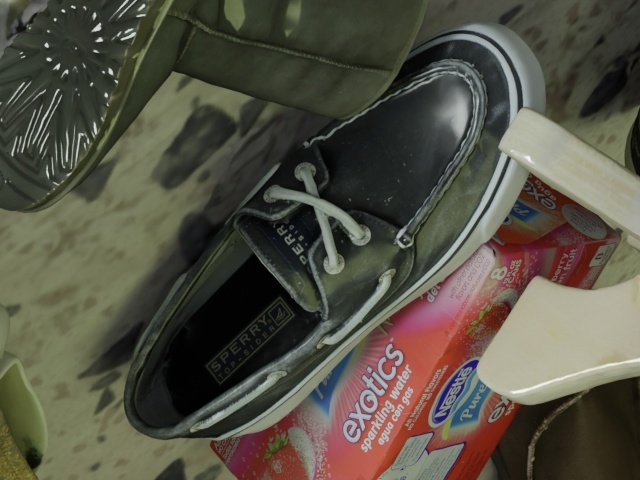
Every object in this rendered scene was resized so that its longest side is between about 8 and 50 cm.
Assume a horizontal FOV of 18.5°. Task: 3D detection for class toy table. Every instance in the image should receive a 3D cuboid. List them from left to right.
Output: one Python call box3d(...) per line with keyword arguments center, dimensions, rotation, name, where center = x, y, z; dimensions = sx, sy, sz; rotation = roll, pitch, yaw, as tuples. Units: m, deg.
box3d(center=(0.211, 0.007, 1.071), dimensions=(0.252, 0.161, 0.274), rotation=(-51, 146, -8), name="toy table")

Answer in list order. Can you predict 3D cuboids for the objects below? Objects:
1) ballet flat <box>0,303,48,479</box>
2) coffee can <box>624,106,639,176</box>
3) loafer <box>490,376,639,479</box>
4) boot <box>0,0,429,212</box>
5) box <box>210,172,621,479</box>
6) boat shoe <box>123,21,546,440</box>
box3d(center=(-0.192, 0.084, 0.976), dimensions=(0.123, 0.123, 0.348), rotation=(-33, 148, -17), name="ballet flat")
box3d(center=(0.316, -0.131, 1.203), dimensions=(0.201, 0.201, 0.275), rotation=(-25, 145, -29), name="coffee can")
box3d(center=(0.215, 0.181, 1.546), dimensions=(0.134, 0.130, 0.366), rotation=(-35, 149, -14), name="loafer")
box3d(center=(-0.053, -0.086, 0.966), dimensions=(0.190, 0.076, 0.208), rotation=(-52, 156, 18), name="boot")
box3d(center=(0.054, 0.064, 1.214), dimensions=(0.128, 0.122, 0.257), rotation=(-9, 135, -46), name="box")
box3d(center=(0.000, 0.000, 1.075), dimensions=(0.301, 0.108, 0.102), rotation=(-45, 163, 21), name="boat shoe")
